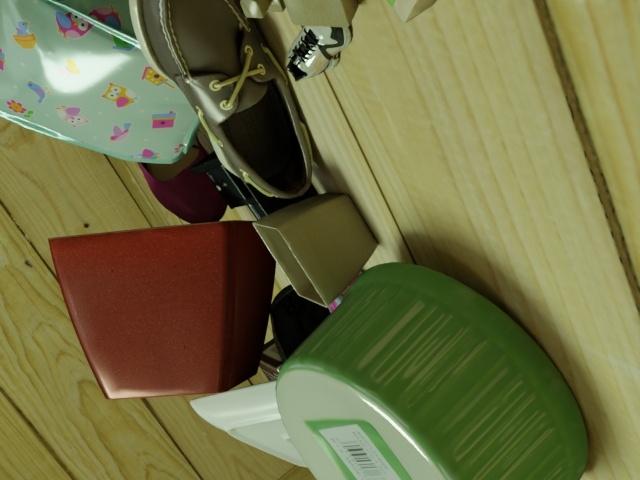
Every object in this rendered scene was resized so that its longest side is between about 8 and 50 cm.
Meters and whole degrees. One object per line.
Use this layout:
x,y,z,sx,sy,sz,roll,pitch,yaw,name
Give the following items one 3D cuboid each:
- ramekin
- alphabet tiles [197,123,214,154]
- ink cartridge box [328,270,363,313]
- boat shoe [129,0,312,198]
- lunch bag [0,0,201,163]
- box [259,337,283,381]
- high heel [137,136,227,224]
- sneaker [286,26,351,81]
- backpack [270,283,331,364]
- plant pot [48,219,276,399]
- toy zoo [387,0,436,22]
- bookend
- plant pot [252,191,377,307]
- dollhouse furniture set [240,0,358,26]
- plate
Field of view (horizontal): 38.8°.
0.096,0.186,0.910,0.303,0.148,0.303,35,147,26,ramekin
-0.175,-0.199,1.338,0.278,0.021,0.284,54,166,5,alphabet tiles
0.119,0.163,1.134,0.311,0.065,0.186,35,156,50,ink cartridge box
-0.091,-0.163,0.950,0.097,0.116,0.324,39,164,36,boat shoe
-0.247,-0.217,1.079,0.262,0.160,0.223,24,138,-13,lunch bag
0.056,0.324,1.578,0.381,0.143,0.191,59,166,-9,box
-0.279,-0.180,1.489,0.377,0.127,0.181,49,177,35,high heel
-0.004,-0.168,0.782,0.040,0.044,0.109,54,165,10,sneaker
-0.008,0.150,1.373,0.182,0.152,0.115,61,170,-3,backpack
-0.209,0.099,1.330,0.267,0.267,0.235,-6,-89,-79,plant pot
-0.007,-0.287,0.528,0.293,0.030,0.192,53,167,5,toy zoo
-0.079,-0.059,1.185,0.156,0.072,0.157,56,159,-13,bookend
0.000,0.000,1.060,0.109,0.096,0.109,57,166,-15,plant pot
-0.043,-0.264,0.709,0.151,0.123,0.144,8,148,24,dollhouse furniture set
-0.005,0.274,1.315,0.277,0.045,0.278,-20,141,37,plate
